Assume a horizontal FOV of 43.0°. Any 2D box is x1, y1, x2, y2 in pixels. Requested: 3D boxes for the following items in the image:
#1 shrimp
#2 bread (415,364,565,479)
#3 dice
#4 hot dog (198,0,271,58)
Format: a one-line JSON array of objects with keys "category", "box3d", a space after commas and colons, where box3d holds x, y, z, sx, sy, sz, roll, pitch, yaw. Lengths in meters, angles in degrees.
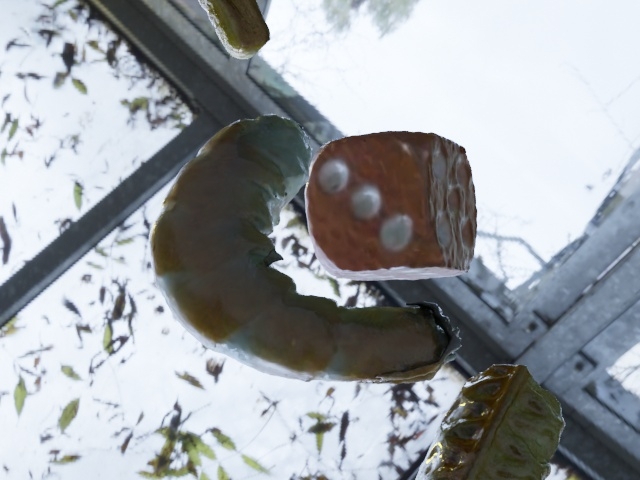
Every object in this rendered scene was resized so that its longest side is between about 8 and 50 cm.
[{"category": "shrimp", "box3d": [0.000, 0.000, 0.417, 0.166, 0.049, 0.161, 18, -132, 9]}, {"category": "bread", "box3d": [0.164, 0.227, 0.824, 0.128, 0.088, 0.232, -1, -137, 35]}, {"category": "dice", "box3d": [0.092, -0.038, 1.035, 0.175, 0.174, 0.179, 2, -95, -61]}, {"category": "hot dog", "box3d": [-0.158, -0.377, 1.108, 0.088, 0.061, 0.285, -25, -90, -27]}]
